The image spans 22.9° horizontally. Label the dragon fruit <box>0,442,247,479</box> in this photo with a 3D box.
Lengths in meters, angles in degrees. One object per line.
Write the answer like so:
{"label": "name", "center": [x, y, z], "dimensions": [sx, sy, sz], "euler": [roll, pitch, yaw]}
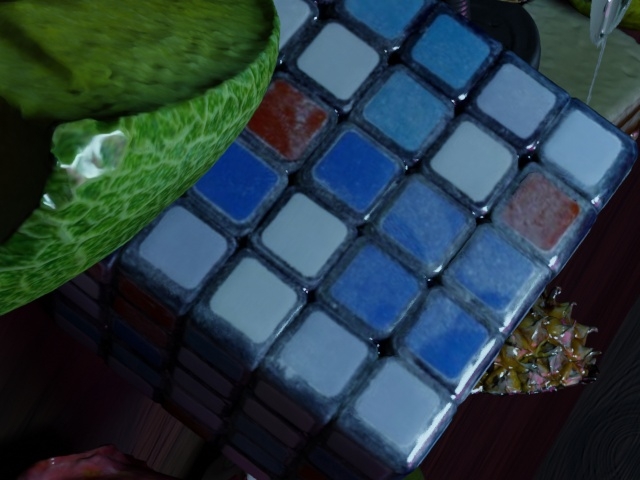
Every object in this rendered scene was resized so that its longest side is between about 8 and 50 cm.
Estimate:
{"label": "dragon fruit", "center": [-0.196, 0.304, 1.248], "dimensions": [0.371, 0.249, 0.386], "euler": [-43, 155, 1]}

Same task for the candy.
{"label": "candy", "center": [0.219, -0.130, 1.674], "dimensions": [0.321, 0.179, 0.135], "euler": [-39, 157, -44]}

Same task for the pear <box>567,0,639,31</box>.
{"label": "pear", "center": [0.367, -0.332, 1.710], "dimensions": [0.269, 0.212, 0.212], "euler": [-39, 152, -31]}

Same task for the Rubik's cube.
{"label": "Rubik's cube", "center": [0.000, 0.000, 1.121], "dimensions": [0.293, 0.287, 0.292], "euler": [-52, 176, -18]}

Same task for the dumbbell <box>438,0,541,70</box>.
{"label": "dumbbell", "center": [0.126, -0.115, 1.408], "dimensions": [0.143, 0.143, 0.325], "euler": [-49, 150, -26]}

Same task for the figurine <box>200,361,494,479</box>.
{"label": "figurine", "center": [0.002, 0.227, 1.623], "dimensions": [0.361, 0.211, 0.253], "euler": [-57, 159, -9]}

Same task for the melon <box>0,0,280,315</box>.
{"label": "melon", "center": [-0.163, -0.088, 0.859], "dimensions": [0.331, 0.226, 0.343], "euler": [-25, -178, 37]}

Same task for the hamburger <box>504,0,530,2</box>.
{"label": "hamburger", "center": [0.123, -0.286, 1.219], "dimensions": [0.231, 0.231, 0.106], "euler": [-42, 163, -38]}

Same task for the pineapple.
{"label": "pineapple", "center": [0.215, 0.027, 1.900], "dimensions": [0.262, 0.263, 0.271], "euler": [-16, 109, -61]}

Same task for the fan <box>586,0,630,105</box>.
{"label": "fan", "center": [0.267, -0.213, 1.463], "dimensions": [0.233, 0.012, 0.414], "euler": [-32, 139, -59]}

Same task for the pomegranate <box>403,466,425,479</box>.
{"label": "pomegranate", "center": [0.040, 0.295, 1.879], "dimensions": [0.181, 0.182, 0.224], "euler": [-64, 174, 12]}
